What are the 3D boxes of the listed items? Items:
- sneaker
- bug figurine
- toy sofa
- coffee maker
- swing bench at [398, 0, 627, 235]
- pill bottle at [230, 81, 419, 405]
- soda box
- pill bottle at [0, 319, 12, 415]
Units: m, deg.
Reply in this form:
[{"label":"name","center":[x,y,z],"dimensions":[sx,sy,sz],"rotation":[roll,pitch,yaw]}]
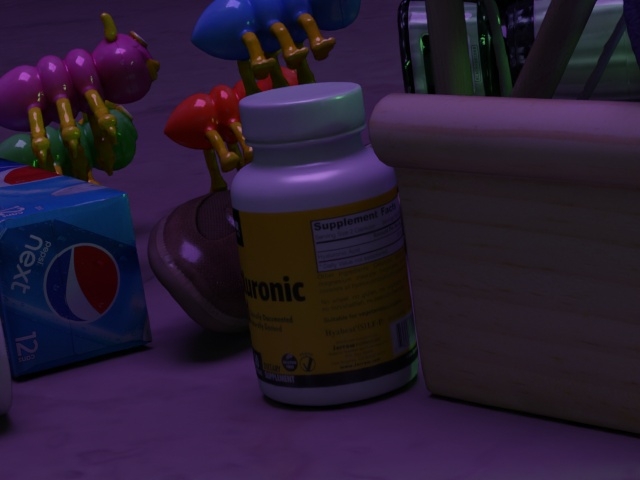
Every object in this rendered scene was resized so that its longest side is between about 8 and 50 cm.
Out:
[{"label":"sneaker","center":[-0.015,-0.015,0.896],"dimensions":[0.071,0.066,0.188],"rotation":[-45,-5,23]},{"label":"bug figurine","center":[-0.078,-0.079,1.063],"dimensions":[0.216,0.072,0.279],"rotation":[-19,-8,-13]},{"label":"toy sofa","center":[0.200,-0.060,0.774],"dimensions":[0.362,0.177,0.150],"rotation":[-18,16,-38]},{"label":"coffee maker","center":[0.148,-0.126,1.310],"dimensions":[0.178,0.120,0.171],"rotation":[-4,-11,12]},{"label":"swing bench","center":[0.172,-0.121,0.966],"dimensions":[0.253,0.254,0.165],"rotation":[-17,36,-33]},{"label":"pill bottle","center":[0.000,0.000,0.756],"dimensions":[0.065,0.116,0.065],"rotation":[-7,11,1]},{"label":"soda box","center":[-0.153,0.006,0.933],"dimensions":[0.067,0.071,0.210],"rotation":[-14,13,-26]},{"label":"pill bottle","center":[-0.186,0.048,0.769],"dimensions":[0.120,0.067,0.067],"rotation":[-11,13,-15]}]
